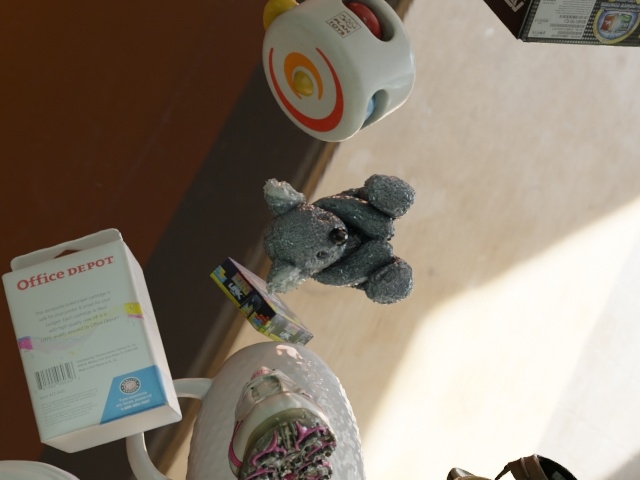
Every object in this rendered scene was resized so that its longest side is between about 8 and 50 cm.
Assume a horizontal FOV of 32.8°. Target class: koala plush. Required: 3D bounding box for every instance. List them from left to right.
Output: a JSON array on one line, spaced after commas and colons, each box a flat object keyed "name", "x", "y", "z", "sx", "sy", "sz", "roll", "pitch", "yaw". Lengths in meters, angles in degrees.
[{"name": "koala plush", "x": 0.000, "y": 0.000, "z": 1.626, "sx": 0.221, "sy": 0.203, "sz": 0.196, "roll": -2, "pitch": 92, "yaw": -44}]

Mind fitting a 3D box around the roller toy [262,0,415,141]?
[{"name": "roller toy", "x": 0.019, "y": -0.242, "z": 1.490, "sx": 0.146, "sy": 0.191, "sz": 0.209, "roll": -34, "pitch": 119, "yaw": -32}]

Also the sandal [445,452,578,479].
[{"name": "sandal", "x": 0.276, "y": 0.301, "z": 1.286, "sx": 0.120, "sy": 0.302, "sz": 0.086, "roll": 29, "pitch": 71, "yaw": -32}]

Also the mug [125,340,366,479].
[{"name": "mug", "x": -0.114, "y": 0.325, "z": 1.672, "sx": 0.374, "sy": 0.328, "sz": 0.276, "roll": 13, "pitch": 136, "yaw": -18}]

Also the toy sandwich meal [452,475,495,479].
[{"name": "toy sandwich meal", "x": 0.130, "y": 0.224, "z": 0.865, "sx": 0.085, "sy": 0.085, "sz": 0.029, "roll": -25, "pitch": 146, "yaw": -35}]

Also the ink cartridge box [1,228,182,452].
[{"name": "ink cartridge box", "x": -0.167, "y": 0.071, "z": 0.800, "sx": 0.092, "sy": 0.143, "sz": 0.090, "roll": -16, "pitch": 164, "yaw": -4}]

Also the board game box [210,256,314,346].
[{"name": "board game box", "x": -0.097, "y": 0.112, "z": 1.853, "sx": 0.048, "sy": 0.141, "sz": 0.170, "roll": -44, "pitch": 153, "yaw": 3}]

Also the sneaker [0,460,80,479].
[{"name": "sneaker", "x": -0.302, "y": 0.372, "z": 1.276, "sx": 0.114, "sy": 0.305, "sz": 0.152, "roll": -56, "pitch": 180, "yaw": 35}]

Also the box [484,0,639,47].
[{"name": "box", "x": 0.267, "y": -0.262, "z": 1.040, "sx": 0.270, "sy": 0.216, "sz": 0.060, "roll": -2, "pitch": 129, "yaw": -22}]

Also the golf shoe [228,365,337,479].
[{"name": "golf shoe", "x": -0.034, "y": 0.123, "z": 0.719, "sx": 0.067, "sy": 0.086, "sz": 0.186, "roll": -22, "pitch": 162, "yaw": -10}]
